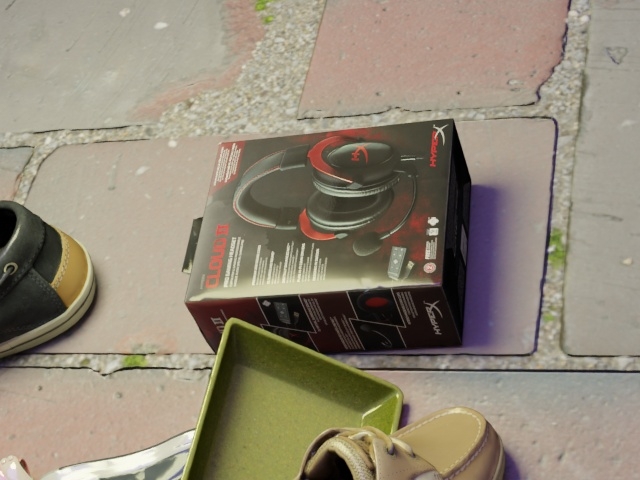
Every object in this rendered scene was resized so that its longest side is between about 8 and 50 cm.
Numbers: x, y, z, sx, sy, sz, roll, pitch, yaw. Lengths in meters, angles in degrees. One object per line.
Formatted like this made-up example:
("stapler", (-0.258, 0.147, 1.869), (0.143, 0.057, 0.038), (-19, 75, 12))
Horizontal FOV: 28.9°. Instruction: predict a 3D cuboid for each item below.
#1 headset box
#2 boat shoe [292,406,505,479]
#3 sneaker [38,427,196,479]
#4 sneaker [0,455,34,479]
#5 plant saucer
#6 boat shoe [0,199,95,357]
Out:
("headset box", (0.000, 0.000, 1.287), (0.293, 0.110, 0.218), (-4, 51, 17))
("boat shoe", (0.042, 0.208, 1.017), (0.122, 0.110, 0.341), (0, 20, 39))
("sneaker", (-0.135, 0.267, 1.140), (0.226, 0.086, 0.163), (-17, 56, -4))
("sneaker", (-0.335, 0.240, 1.253), (0.134, 0.051, 0.070), (26, 69, 26))
("plant saucer", (-0.029, 0.190, 1.135), (0.188, 0.045, 0.188), (24, 53, -13))
("boat shoe", (-0.498, 0.095, 1.367), (0.500, 0.156, 0.187), (-23, 50, 3))
